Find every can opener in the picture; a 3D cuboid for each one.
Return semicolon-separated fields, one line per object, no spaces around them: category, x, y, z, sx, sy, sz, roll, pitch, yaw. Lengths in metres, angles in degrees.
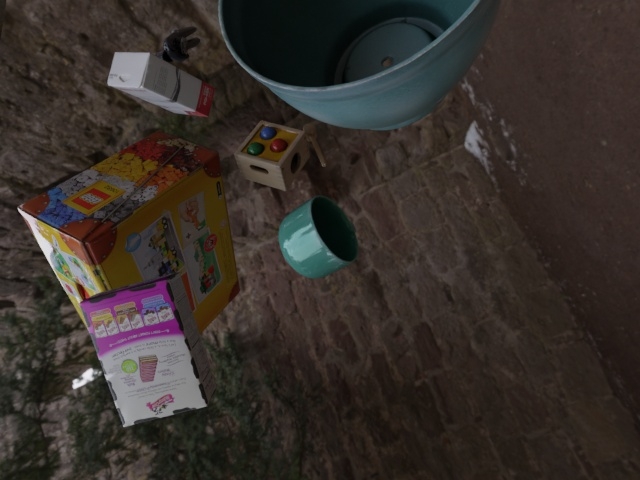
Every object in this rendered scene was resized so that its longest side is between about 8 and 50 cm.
can opener;-0.316;-0.453;0.954;0.186;0.073;0.059;-79;-12;-48

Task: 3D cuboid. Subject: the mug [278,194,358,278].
mug;-0.002;0.005;0.741;0.157;0.097;0.130;32;-141;-42

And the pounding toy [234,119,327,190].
pounding toy;-0.072;-0.230;1.014;0.206;0.180;0.094;-60;-23;-28

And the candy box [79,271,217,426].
candy box;-0.296;0.189;0.740;0.071;0.159;0.234;-82;-22;-82

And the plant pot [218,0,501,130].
plant pot;0.061;-0.249;0.481;0.196;0.292;0.294;34;-147;-64

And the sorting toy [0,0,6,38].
sorting toy;-0.341;-0.183;0.231;0.089;0.256;0.256;124;140;-64

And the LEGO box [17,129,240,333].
LEGO box;-0.408;0.050;1.041;0.372;0.193;0.501;-49;-28;-41

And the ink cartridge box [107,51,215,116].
ink cartridge box;-0.263;-0.259;0.702;0.135;0.099;0.056;9;-84;-59
